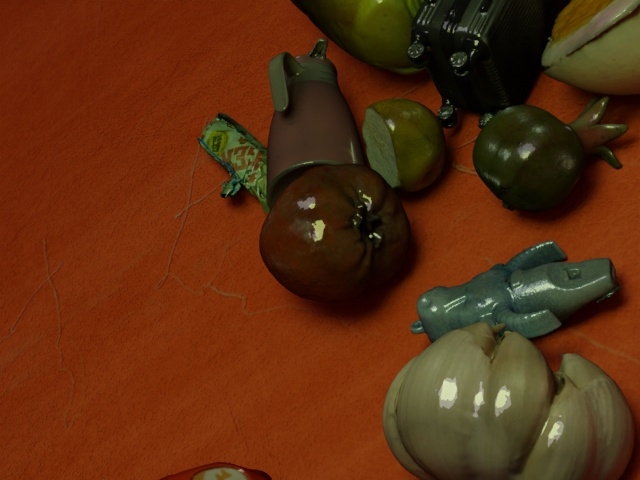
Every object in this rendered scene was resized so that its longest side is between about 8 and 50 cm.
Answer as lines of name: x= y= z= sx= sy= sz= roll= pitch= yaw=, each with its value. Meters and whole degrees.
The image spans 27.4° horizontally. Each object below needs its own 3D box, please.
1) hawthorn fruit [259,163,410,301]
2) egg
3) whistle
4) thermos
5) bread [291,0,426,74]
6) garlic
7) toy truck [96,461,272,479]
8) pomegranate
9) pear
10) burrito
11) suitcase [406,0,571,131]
hawthorn fruit: x=0.000 y=0.000 z=1.797 sx=0.251 sy=0.199 sz=0.199 roll=-23 pitch=41 yaw=54
egg: x=0.427 y=-0.270 z=1.690 sx=0.286 sy=0.174 sz=0.264 roll=-35 pitch=12 yaw=35
whistle: x=0.233 y=0.075 z=1.617 sx=0.269 sy=0.093 sz=0.180 roll=-21 pitch=22 yaw=21
thermos: x=-0.017 y=-0.167 z=1.934 sx=0.145 sy=0.176 sz=0.265 roll=-22 pitch=48 yaw=20
bread: x=0.063 y=-0.411 z=1.987 sx=0.376 sy=0.208 sz=0.251 roll=50 pitch=134 yaw=52
garlic: x=0.195 y=0.186 z=1.479 sx=0.281 sy=0.184 sz=0.203 roll=-2 pitch=68 yaw=40
toy truck: x=-0.178 y=0.363 z=1.587 sx=0.264 sy=0.239 sz=0.189 roll=-28 pitch=45 yaw=15
pomegranate: x=0.297 y=-0.116 z=1.707 sx=0.191 sy=0.131 sz=0.152 roll=-26 pitch=35 yaw=-14
pear: x=0.125 y=-0.140 z=1.841 sx=0.104 sy=0.141 sz=0.141 roll=-22 pitch=39 yaw=-18
burrito: x=-0.125 y=-0.112 z=2.058 sx=0.104 sy=0.054 sz=0.288 roll=-45 pitch=43 yaw=-1
suitcase: x=0.248 y=-0.320 z=1.840 sx=0.128 sy=0.202 sz=0.312 roll=15 pitch=66 yaw=32
